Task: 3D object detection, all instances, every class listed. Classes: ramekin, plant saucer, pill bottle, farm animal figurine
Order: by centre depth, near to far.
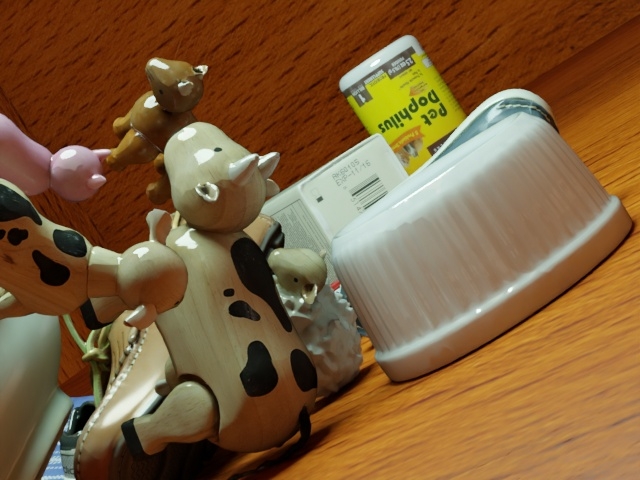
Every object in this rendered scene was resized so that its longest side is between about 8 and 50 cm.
[{"bbox_3d":[-0.101,0.016,1.083,0.172,0.327,0.330,-24,11,35],"label":"farm animal figurine"},{"bbox_3d":[0.105,-0.002,1.113,0.207,0.109,0.207,-33,3,2],"label":"ramekin"},{"bbox_3d":[-0.285,0.203,1.248,0.400,0.100,0.400,-63,4,7],"label":"plant saucer"},{"bbox_3d":[0.126,-0.143,1.991,0.117,0.215,0.117,-34,3,2],"label":"pill bottle"}]

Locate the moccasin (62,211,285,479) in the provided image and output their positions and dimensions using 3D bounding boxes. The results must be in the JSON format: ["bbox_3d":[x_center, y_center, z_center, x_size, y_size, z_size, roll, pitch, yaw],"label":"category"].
[{"bbox_3d":[-0.136,0.081,1.315,0.380,0.147,0.139,-71,-11,-53],"label":"moccasin"}]

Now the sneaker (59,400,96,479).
[{"bbox_3d":[-0.210,0.187,1.586,0.063,0.075,0.170,-1,23,27],"label":"sneaker"}]

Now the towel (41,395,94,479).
[{"bbox_3d":[-0.307,0.257,1.683,0.243,0.040,0.336,-11,19,40],"label":"towel"}]

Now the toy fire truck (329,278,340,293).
[{"bbox_3d":[-0.009,0.085,1.475,0.135,0.047,0.192,-32,4,28],"label":"toy fire truck"}]

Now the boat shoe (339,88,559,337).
[{"bbox_3d":[0.098,-0.008,1.260,0.254,0.095,0.079,-45,11,23],"label":"boat shoe"}]

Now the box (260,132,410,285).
[{"bbox_3d":[0.000,0.000,1.790,0.121,0.148,0.311,-35,5,-24],"label":"box"}]
